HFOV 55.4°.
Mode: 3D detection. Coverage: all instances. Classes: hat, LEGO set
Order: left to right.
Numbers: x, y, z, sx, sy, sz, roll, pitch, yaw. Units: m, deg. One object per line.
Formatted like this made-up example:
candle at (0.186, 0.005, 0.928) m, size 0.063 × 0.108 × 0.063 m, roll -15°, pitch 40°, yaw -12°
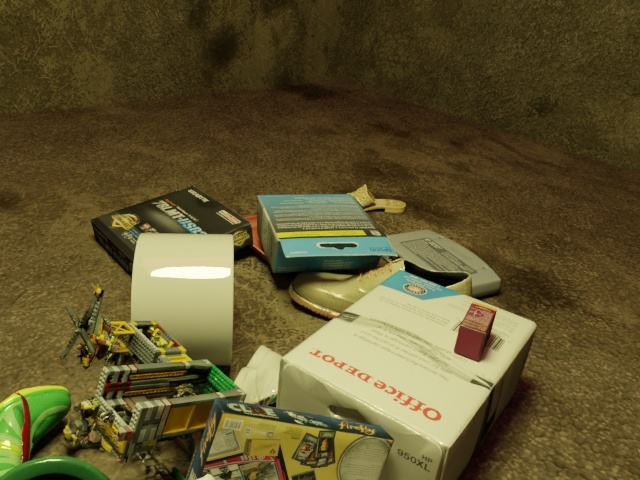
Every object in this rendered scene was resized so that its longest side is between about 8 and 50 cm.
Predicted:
hat at (-0.354, 0.337, 0.795) m, size 0.173 × 0.208 × 0.183 m, roll 22°, pitch -11°, yaw -22°
LEGO set at (-0.272, 0.241, 0.826) m, size 0.192 × 0.255 × 0.331 m, roll 8°, pitch 24°, yaw -49°

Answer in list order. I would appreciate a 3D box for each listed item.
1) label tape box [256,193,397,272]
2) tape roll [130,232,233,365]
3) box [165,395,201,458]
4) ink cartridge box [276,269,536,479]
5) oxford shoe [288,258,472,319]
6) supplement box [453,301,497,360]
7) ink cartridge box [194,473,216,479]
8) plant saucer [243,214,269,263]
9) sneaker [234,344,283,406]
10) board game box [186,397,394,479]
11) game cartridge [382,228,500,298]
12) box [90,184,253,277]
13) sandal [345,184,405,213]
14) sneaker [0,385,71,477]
label tape box at (0.000, 0.000, 1.414) m, size 0.249 × 0.115 × 0.348 m, roll -2°, pitch 27°, yaw -15°
tape roll at (-0.246, 0.108, 1.116) m, size 0.169 × 0.246 × 0.246 m, roll 0°, pitch 27°, yaw -9°
box at (-0.206, 0.259, 0.938) m, size 0.081 × 0.136 × 0.028 m, roll 27°, pitch 34°, yaw 37°
ink cartridge box at (0.152, 0.231, 1.031) m, size 0.285 × 0.166 × 0.395 m, roll 22°, pitch 30°, yaw 29°
oxford shoe at (0.130, 0.095, 1.321) m, size 0.397 × 0.146 × 0.140 m, roll 6°, pitch 29°, yaw 3°
supplement box at (0.249, 0.144, 0.978) m, size 0.043 × 0.055 × 0.083 m, roll 18°, pitch 28°, yaw 21°
ink cartridge box at (-0.220, 0.398, 0.538) m, size 0.309 × 0.130 × 0.272 m, roll -21°, pitch 26°, yaw 7°
plant saucer at (-0.076, -0.003, 1.593) m, size 0.258 × 0.048 × 0.259 m, roll -14°, pitch 33°, yaw -34°
sneaker at (-0.097, 0.257, 1.044) m, size 0.094 × 0.080 × 0.212 m, roll 22°, pitch 28°, yaw 7°
board game box at (-0.042, 0.301, 0.771) m, size 0.243 × 0.165 × 0.042 m, roll 18°, pitch 4°, yaw -25°
game cartridge at (0.299, 0.060, 1.535) m, size 0.196 × 0.060 × 0.294 m, roll -12°, pitch 32°, yaw -25°
box at (-0.366, -0.020, 1.502) m, size 0.293 × 0.073 × 0.295 m, roll -25°, pitch 39°, yaw -30°
sandal at (0.145, -0.133, 1.859) m, size 0.240 × 0.079 × 0.088 m, roll 2°, pitch 26°, yaw -7°
sneaker at (-0.453, 0.315, 0.845) m, size 0.123 × 0.109 × 0.295 m, roll 34°, pitch 31°, yaw 7°
